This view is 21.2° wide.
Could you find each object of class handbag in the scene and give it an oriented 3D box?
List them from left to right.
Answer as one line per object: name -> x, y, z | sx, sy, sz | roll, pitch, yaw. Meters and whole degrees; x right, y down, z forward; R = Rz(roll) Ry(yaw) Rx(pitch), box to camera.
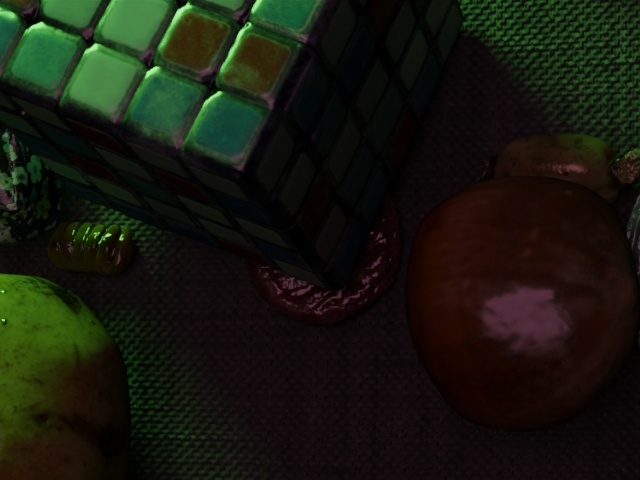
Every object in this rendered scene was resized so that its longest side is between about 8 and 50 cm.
handbag -> -0.348, -0.102, 1.592 | 0.208, 0.127, 0.228 | -8, 80, 19

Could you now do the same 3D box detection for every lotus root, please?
lotus root -> 0.206, -0.056, 1.441 | 0.152, 0.063, 0.072 | -4, 70, 21

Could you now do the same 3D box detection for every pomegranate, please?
pomegranate -> -0.297, 0.163, 1.462 | 0.281, 0.281, 0.281 | -3, 80, 17

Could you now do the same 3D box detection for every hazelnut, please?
hazelnut -> 0.163, 0.050, 1.368 | 0.214, 0.176, 0.214 | 5, 98, 46

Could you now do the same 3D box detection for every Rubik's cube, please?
Rubik's cube -> -0.080, -0.164, 1.409 | 0.293, 0.287, 0.292 | 23, 78, 21

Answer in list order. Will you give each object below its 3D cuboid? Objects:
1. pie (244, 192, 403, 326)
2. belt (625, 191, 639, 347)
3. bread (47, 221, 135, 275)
pie -> 0.000, 0.000, 1.511 | 0.154, 0.036, 0.154 | -3, 79, 17
belt -> 0.317, 0.003, 1.385 | 0.148, 0.082, 0.163 | -10, 77, 20
bread -> -0.214, 0.006, 1.579 | 0.088, 0.033, 0.049 | 7, 77, 19
